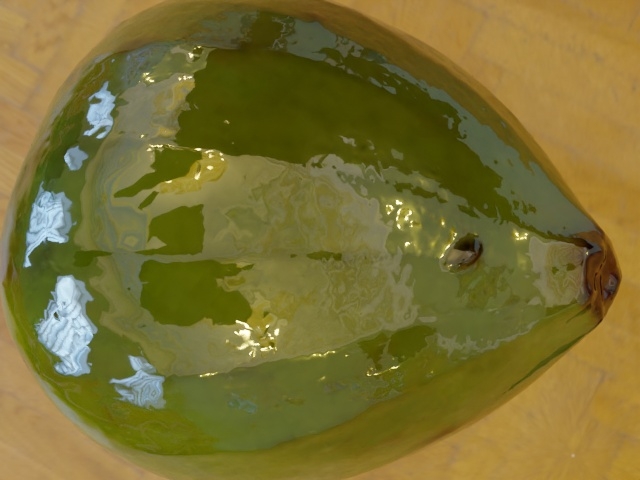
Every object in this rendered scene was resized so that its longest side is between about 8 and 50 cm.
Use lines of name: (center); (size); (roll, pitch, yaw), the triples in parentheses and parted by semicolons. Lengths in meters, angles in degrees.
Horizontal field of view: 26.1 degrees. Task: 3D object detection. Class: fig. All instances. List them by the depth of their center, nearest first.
fig: (0.000, 0.000, 0.542); (0.225, 0.203, 0.203); (2, 81, 26)
